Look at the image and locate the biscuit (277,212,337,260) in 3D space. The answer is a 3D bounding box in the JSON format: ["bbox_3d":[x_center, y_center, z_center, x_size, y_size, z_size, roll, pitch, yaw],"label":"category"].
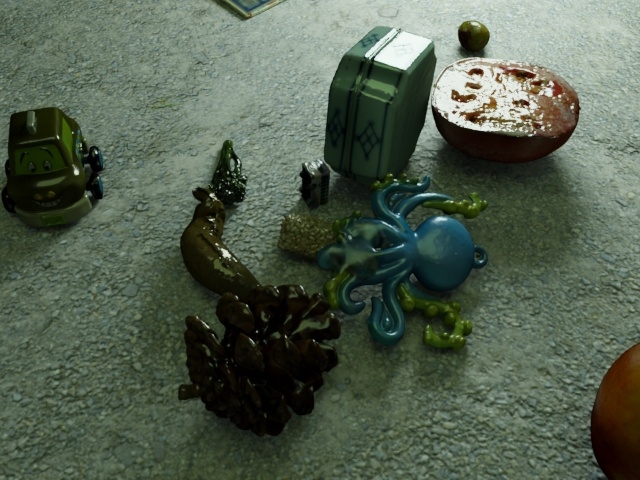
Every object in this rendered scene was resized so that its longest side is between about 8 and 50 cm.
[{"bbox_3d":[0.000,0.000,1.315,0.169,0.082,0.070,15,17,10],"label":"biscuit"}]

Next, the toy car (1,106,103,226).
[{"bbox_3d":[-0.572,-0.173,1.368,0.204,0.198,0.247,-10,54,-9],"label":"toy car"}]

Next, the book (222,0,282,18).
[{"bbox_3d":[-0.159,-0.766,1.941,0.322,0.018,0.228,-34,61,-24],"label":"book"}]

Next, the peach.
[{"bbox_3d":[0.566,0.273,0.984,0.308,0.307,0.332,11,37,8],"label":"peach"}]

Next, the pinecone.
[{"bbox_3d":[-0.088,0.186,1.077,0.244,0.244,0.309,36,46,24],"label":"pinecone"}]

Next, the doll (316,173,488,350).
[{"bbox_3d":[0.161,0.039,1.257,0.341,0.099,0.346,2,69,-7],"label":"doll"}]

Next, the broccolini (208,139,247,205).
[{"bbox_3d":[-0.210,-0.160,1.445,0.091,0.068,0.202,-21,52,8],"label":"broccolini"}]

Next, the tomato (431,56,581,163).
[{"bbox_3d":[0.404,-0.276,1.488,0.338,0.143,0.338,2,47,-2],"label":"tomato"}]

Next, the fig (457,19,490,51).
[{"bbox_3d":[0.413,-0.538,1.737,0.098,0.082,0.084,-13,16,-29],"label":"fig"}]

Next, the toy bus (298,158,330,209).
[{"bbox_3d":[-0.010,-0.120,1.390,0.058,0.102,0.052,-20,55,-19],"label":"toy bus"}]

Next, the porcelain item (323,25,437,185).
[{"bbox_3d":[0.122,-0.280,1.380,0.157,0.285,0.281,21,43,17],"label":"porcelain item"}]

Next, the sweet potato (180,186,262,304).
[{"bbox_3d":[-0.207,0.025,1.284,0.124,0.098,0.310,-19,58,-23],"label":"sweet potato"}]
